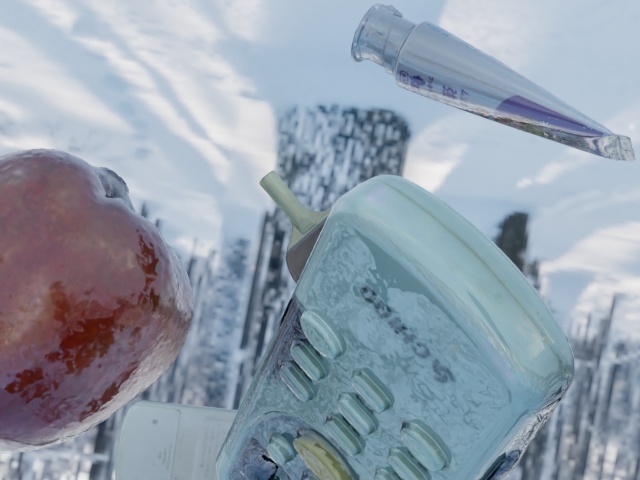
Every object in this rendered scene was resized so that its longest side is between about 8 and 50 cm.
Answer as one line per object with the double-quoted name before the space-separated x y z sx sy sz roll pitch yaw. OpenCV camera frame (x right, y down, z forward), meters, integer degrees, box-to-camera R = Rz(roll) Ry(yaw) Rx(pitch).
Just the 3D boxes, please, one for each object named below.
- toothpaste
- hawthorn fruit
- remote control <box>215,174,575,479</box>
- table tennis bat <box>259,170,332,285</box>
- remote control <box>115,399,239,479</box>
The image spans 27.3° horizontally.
"toothpaste" 0.173 -0.149 1.313 0.299 0.073 0.114 28 178 18
"hawthorn fruit" -0.274 0.060 1.296 0.295 0.311 0.295 10 148 6
"remote control" 0.027 0.095 0.681 0.140 0.056 0.296 45 144 16
"table tennis bat" 0.000 0.000 1.214 0.156 0.087 0.013 51 -177 0
"remote control" -0.070 0.178 1.050 0.190 0.087 0.029 4 169 10
